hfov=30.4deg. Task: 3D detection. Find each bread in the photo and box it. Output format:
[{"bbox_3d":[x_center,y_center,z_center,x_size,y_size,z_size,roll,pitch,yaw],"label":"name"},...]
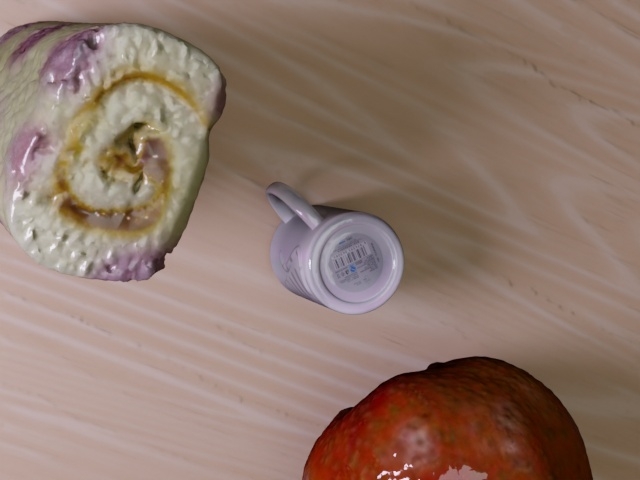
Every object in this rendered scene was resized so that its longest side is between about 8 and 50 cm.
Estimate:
[{"bbox_3d":[-0.206,-0.089,0.970,0.155,0.338,0.187,16,94,-24],"label":"bread"}]

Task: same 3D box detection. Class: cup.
[{"bbox_3d":[-0.002,0.011,1.148,0.136,0.133,0.099,21,89,-18],"label":"cup"}]

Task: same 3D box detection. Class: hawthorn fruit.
[{"bbox_3d":[0.141,0.297,1.125,0.285,0.284,0.368,-12,66,-14],"label":"hawthorn fruit"}]
